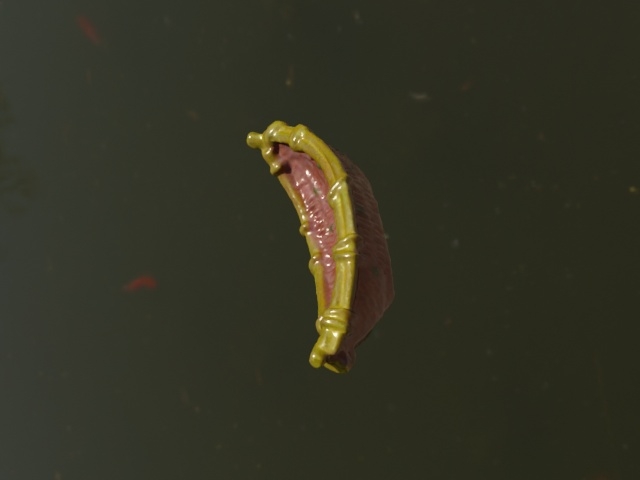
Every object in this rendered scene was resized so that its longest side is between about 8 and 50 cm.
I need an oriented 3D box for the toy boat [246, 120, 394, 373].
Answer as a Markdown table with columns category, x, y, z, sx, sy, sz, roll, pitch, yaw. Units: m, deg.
| category | x | y | z | sx | sy | sz | roll | pitch | yaw |
| --- | --- | --- | --- | --- | --- | --- | --- | --- | --- |
| toy boat | 0.006 | -0.002 | 1.028 | 0.318 | 0.099 | 0.141 | -107 | 18 | -48 |
